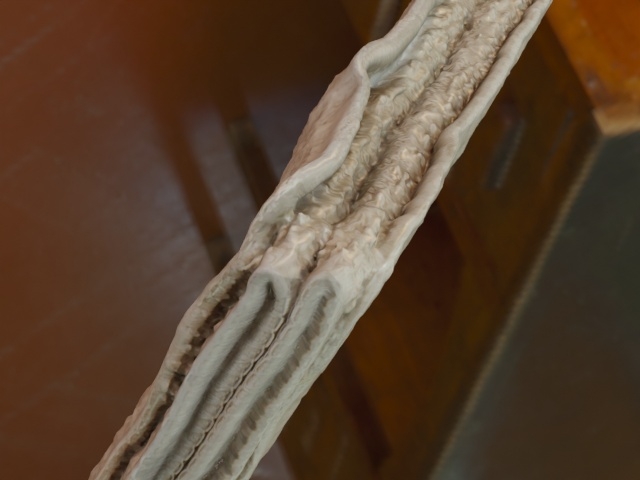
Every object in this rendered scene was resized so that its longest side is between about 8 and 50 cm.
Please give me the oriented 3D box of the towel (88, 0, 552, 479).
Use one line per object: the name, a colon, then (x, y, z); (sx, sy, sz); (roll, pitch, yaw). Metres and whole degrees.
towel: (0.000, 0.000, 0.598); (0.187, 0.049, 0.282); (-56, 179, 32)
